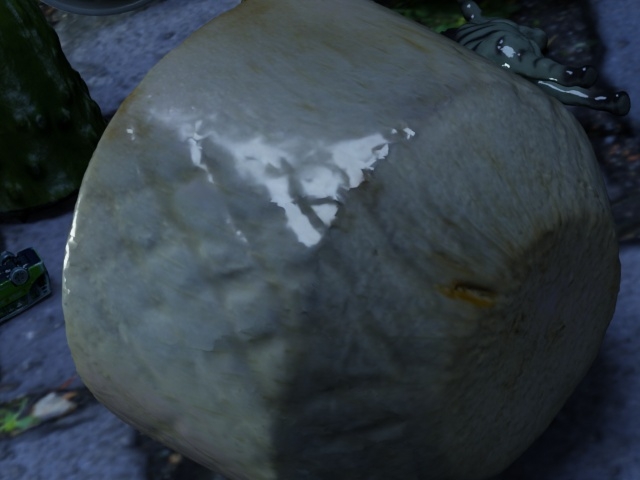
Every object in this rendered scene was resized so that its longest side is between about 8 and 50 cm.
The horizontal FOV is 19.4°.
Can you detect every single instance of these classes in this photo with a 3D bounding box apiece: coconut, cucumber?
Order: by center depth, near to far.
[{"bbox_3d":[0.000,0.000,1.063,0.329,0.329,0.329,-13,38,11],"label":"coconut"},{"bbox_3d":[-0.253,-0.143,1.387,0.134,0.244,0.134,-17,32,11],"label":"cucumber"}]

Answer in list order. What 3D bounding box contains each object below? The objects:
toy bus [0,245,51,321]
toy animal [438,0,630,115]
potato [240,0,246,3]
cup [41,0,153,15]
[{"bbox_3d":[-0.231,0.039,1.319,0.083,0.037,0.031,-30,37,-12],"label":"toy bus"},{"bbox_3d":[0.110,-0.091,1.287,0.176,0.073,0.217,15,55,46],"label":"toy animal"},{"bbox_3d":[-0.031,-0.185,1.489,0.051,0.040,0.083,-42,40,-17],"label":"potato"},{"bbox_3d":[-0.179,-0.314,1.637,0.241,0.185,0.226,6,25,-21],"label":"cup"}]
